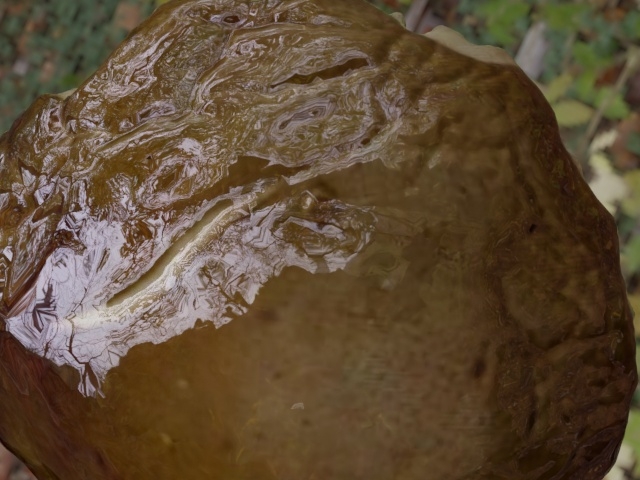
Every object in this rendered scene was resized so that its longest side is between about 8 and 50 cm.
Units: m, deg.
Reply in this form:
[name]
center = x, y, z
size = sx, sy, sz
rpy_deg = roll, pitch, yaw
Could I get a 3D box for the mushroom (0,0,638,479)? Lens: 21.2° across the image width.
[mushroom]
center = -0.018, -0.014, 0.634
size = 0.233, 0.208, 0.301
rpy_deg = -32, 40, 17
